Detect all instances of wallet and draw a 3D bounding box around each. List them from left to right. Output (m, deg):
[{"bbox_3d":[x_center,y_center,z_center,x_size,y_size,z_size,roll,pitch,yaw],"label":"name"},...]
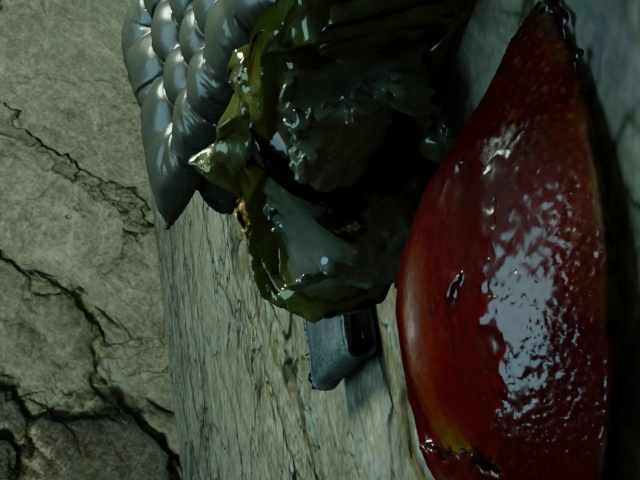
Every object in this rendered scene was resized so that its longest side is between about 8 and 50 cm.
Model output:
[{"bbox_3d":[0.002,0.000,1.110,0.167,0.036,0.222,122,140,-71],"label":"wallet"}]

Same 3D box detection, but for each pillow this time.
[{"bbox_3d":[-0.082,-0.189,1.162,0.326,0.101,0.228,122,141,-53],"label":"pillow"}]

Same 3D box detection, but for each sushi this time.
[{"bbox_3d":[0.005,-0.054,0.815,0.291,0.139,0.131,104,151,-55],"label":"sushi"}]

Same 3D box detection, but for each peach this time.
[{"bbox_3d":[0.080,0.029,0.640,0.189,0.068,0.279,-147,52,-74],"label":"peach"}]

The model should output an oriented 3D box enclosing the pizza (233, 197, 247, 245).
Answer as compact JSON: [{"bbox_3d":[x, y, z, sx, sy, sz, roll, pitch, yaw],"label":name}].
[{"bbox_3d":[-0.082,-0.110,1.359,0.161,0.085,0.305,100,160,-51],"label":"pizza"}]
